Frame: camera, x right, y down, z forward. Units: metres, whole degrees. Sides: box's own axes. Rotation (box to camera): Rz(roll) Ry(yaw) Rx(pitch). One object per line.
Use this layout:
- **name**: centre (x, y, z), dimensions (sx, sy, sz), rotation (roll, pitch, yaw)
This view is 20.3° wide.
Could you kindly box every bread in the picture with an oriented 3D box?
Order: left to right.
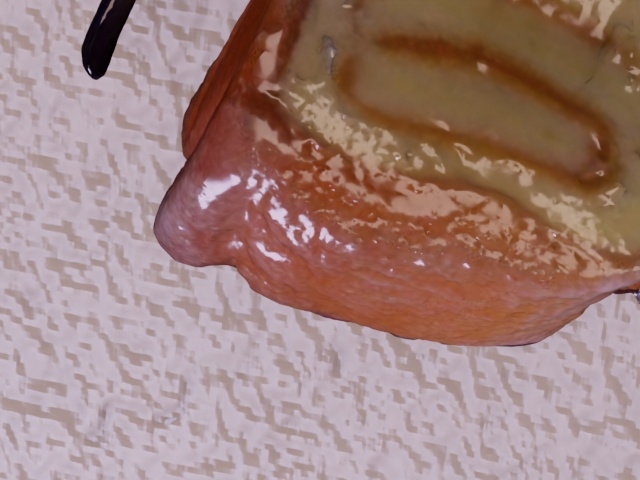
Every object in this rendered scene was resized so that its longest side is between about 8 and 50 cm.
- **bread**: centre (0.070, -0.053, 0.746), dimensions (0.244, 0.123, 0.190), rotation (17, 76, -3)

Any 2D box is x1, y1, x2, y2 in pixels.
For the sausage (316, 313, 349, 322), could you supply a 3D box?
- **sausage**: centre (0.000, 0.000, 0.819), dimensions (0.094, 0.059, 0.054), rotation (32, 110, 4)

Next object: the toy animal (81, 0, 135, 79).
- **toy animal**: centre (-0.118, -0.257, 0.767), dimensions (0.195, 0.090, 0.324), rotation (-39, 84, 23)
